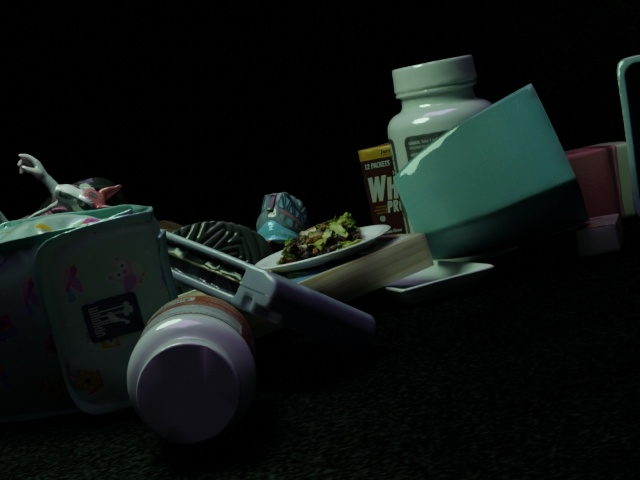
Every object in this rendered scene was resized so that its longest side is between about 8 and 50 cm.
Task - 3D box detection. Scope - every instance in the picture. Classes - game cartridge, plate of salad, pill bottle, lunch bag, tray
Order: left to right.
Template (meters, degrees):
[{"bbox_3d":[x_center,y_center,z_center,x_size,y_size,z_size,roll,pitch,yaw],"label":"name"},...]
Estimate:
[{"bbox_3d":[-0.274,0.080,1.458,0.262,0.223,0.160,-7,13,27],"label":"lunch bag"},{"bbox_3d":[-0.121,0.124,1.220,0.121,0.121,0.216,-12,6,-2],"label":"pill bottle"},{"bbox_3d":[-0.080,0.057,1.489,0.294,0.060,0.196,19,-8,46],"label":"game cartridge"},{"bbox_3d":[0.000,0.000,1.793,0.200,0.048,0.200,-15,7,2],"label":"plate of salad"},{"bbox_3d":[0.127,0.059,1.827,0.145,0.030,0.270,-13,5,-20],"label":"tray"},{"bbox_3d":[0.204,-0.125,2.031,0.176,0.318,0.176,-11,6,1],"label":"pill bottle"}]

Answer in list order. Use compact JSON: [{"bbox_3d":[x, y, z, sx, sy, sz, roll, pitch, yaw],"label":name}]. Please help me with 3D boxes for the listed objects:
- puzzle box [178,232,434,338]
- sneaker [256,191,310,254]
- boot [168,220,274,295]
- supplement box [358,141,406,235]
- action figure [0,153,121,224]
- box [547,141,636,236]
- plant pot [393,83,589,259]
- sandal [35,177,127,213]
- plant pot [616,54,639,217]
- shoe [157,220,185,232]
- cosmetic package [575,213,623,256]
[{"bbox_3d":[-0.079,0.077,1.785,0.409,0.052,0.272,-21,8,-29],"label":"puzzle box"},{"bbox_3d":[-0.040,-0.015,2.208,0.104,0.125,0.262,-4,-15,10],"label":"sneaker"},{"bbox_3d":[-0.327,0.077,2.156,0.367,0.146,0.445,-8,-4,-29],"label":"boot"},{"bbox_3d":[0.183,-0.099,2.464,0.129,0.194,0.191,-9,6,25],"label":"supplement box"},{"bbox_3d":[-0.414,0.032,1.778,0.370,0.275,0.248,-21,9,26],"label":"action figure"},{"bbox_3d":[0.412,-0.084,2.181,0.232,0.127,0.148,-13,5,-11],"label":"box"},{"bbox_3d":[0.236,-0.078,1.835,0.234,0.165,0.165,-23,-25,8],"label":"plant pot"},{"bbox_3d":[-0.447,-0.014,2.361,0.167,0.107,0.446,-10,-24,-15],"label":"sandal"},{"bbox_3d":[0.621,-0.157,1.971,0.247,0.248,0.252,-9,-10,26],"label":"plant pot"},{"bbox_3d":[-0.296,-0.007,2.325,0.076,0.058,0.219,27,3,14],"label":"shoe"},{"bbox_3d":[0.406,-0.008,1.862,0.060,0.041,0.115,-10,5,16],"label":"cosmetic package"}]
